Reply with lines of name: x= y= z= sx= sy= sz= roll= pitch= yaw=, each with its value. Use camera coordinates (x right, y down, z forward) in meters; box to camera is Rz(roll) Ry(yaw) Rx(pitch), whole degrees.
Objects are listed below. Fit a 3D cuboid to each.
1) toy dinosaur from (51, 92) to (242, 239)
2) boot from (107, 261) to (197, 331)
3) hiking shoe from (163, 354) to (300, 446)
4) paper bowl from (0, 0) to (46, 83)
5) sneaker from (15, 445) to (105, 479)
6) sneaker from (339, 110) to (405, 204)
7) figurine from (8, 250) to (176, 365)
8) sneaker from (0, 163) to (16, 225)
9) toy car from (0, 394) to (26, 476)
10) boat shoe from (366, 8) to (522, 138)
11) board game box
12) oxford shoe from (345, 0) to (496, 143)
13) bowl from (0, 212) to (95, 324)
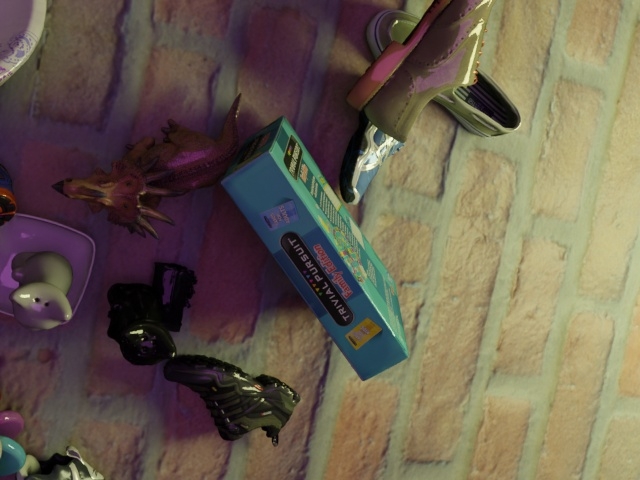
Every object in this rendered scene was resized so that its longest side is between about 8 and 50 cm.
toy dinosaur: x=-0.201 y=-0.097 z=0.964 sx=0.296 sy=0.200 sz=0.127 roll=-32 pitch=105 yaw=-14
boot: x=-0.249 y=0.081 z=1.049 sx=0.121 sy=0.045 sz=0.099 roll=14 pitch=94 yaw=-27
hiking shoe: x=-0.143 y=0.253 z=1.082 sx=0.227 sy=0.086 sz=0.114 roll=23 pitch=85 yaw=-21
paper bowl: x=-0.494 y=-0.297 z=0.842 sx=0.284 sy=0.148 sz=0.284 roll=6 pitch=80 yaw=-38
sneaker: x=-0.426 y=0.384 z=0.995 sx=0.235 sy=0.094 sz=0.153 roll=-27 pitch=103 yaw=-15
sneaker: x=0.093 y=-0.153 z=1.124 sx=0.081 sy=0.080 sz=0.211 roll=22 pitch=90 yaw=-17
figurine: x=-0.294 y=0.090 z=0.892 sx=0.215 sy=0.209 sz=0.092 roll=23 pitch=88 yaw=-22
sneaker: x=-0.514 y=-0.053 z=0.931 sx=0.221 sy=0.087 sz=0.083 roll=-7 pitch=139 yaw=-6
toy car: x=-0.472 y=0.264 z=0.940 sx=0.182 sy=0.159 sz=0.136 roll=43 pitch=36 yaw=17
boat shoe: x=0.211 y=-0.277 z=1.143 sx=0.302 sy=0.094 sz=0.109 roll=32 pitch=85 yaw=-18
board game box: x=0.000 y=0.000 z=1.014 sx=0.079 sy=0.254 sz=0.336 roll=-31 pitch=106 yaw=12
oxford shoe: x=0.199 y=-0.296 z=1.040 sx=0.130 sy=0.123 sz=0.348 roll=44 pitch=101 yaw=-3
bowl: x=-0.400 y=0.038 z=0.988 sx=0.142 sy=0.053 sz=0.142 roll=20 pitch=89 yaw=-19
